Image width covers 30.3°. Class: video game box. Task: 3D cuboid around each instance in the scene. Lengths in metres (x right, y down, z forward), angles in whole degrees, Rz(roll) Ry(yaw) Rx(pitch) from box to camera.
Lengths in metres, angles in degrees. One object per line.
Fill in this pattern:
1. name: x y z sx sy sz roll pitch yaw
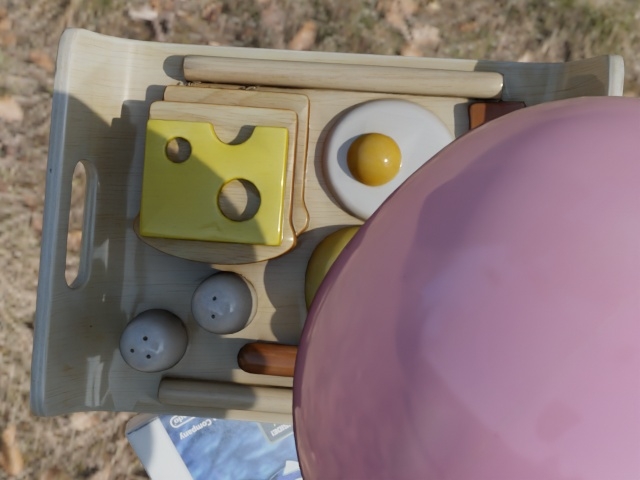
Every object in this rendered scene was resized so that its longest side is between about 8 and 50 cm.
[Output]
1. video game box: 0.008 0.150 0.761 0.205 0.187 0.048 -30 7 -4

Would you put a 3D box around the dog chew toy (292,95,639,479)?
1. dog chew toy: 0.146 0.106 0.381 0.332 0.206 0.207 45 41 19

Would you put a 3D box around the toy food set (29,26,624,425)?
1. toy food set: 0.000 0.000 0.645 0.306 0.219 0.092 4 1 5
